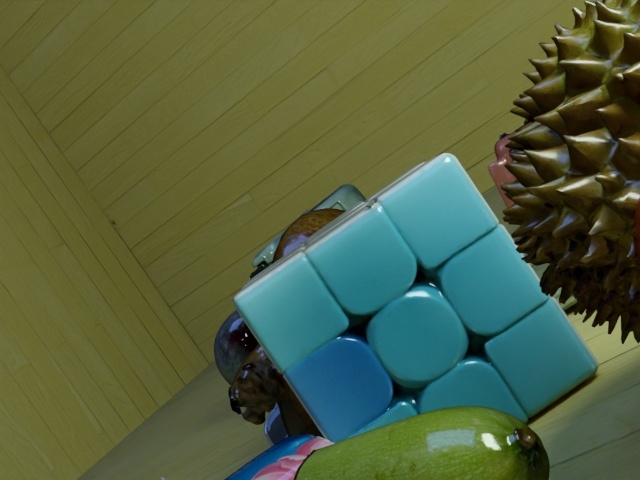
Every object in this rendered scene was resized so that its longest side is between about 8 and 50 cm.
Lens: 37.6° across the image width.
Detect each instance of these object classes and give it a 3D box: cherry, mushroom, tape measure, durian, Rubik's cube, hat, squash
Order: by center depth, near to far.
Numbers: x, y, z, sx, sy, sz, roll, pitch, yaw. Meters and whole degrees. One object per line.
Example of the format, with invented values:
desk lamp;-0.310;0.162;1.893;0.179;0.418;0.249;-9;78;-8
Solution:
durian;0.310;-0.053;0.696;0.347;0.348;0.384;-36;6;-38
squash;0.093;0.214;0.799;0.247;0.133;0.132;-30;5;47
Rubik's cube;0.097;0.097;1.119;0.291;0.290;0.291;-34;2;-1
mushroom;0.003;0.117;1.405;0.259;0.346;0.345;-6;13;21
hat;-0.013;0.235;1.581;0.275;0.161;0.232;-64;-19;-44
tape measure;-0.001;0.000;1.903;0.246;0.125;0.243;-35;6;22
cherry;-0.126;0.248;2.219;0.255;0.218;0.296;-35;-9;-16

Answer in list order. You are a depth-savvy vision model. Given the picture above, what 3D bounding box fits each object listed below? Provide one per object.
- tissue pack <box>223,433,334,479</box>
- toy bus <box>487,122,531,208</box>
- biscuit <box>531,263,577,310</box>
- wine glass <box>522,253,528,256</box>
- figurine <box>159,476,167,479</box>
tissue pack;-0.086;0.322;0.980;0.269;0.137;0.209;-36;1;-18
toy bus;0.507;-0.179;1.625;0.426;0.203;0.233;-29;-5;42
biscuit;0.359;0.049;1.371;0.150;0.052;0.252;-38;-1;28
wine glass;0.252;-0.010;1.525;0.309;0.264;0.096;-35;19;-21
figurine;-0.273;0.441;1.257;0.276;0.133;0.200;-34;-15;-25
